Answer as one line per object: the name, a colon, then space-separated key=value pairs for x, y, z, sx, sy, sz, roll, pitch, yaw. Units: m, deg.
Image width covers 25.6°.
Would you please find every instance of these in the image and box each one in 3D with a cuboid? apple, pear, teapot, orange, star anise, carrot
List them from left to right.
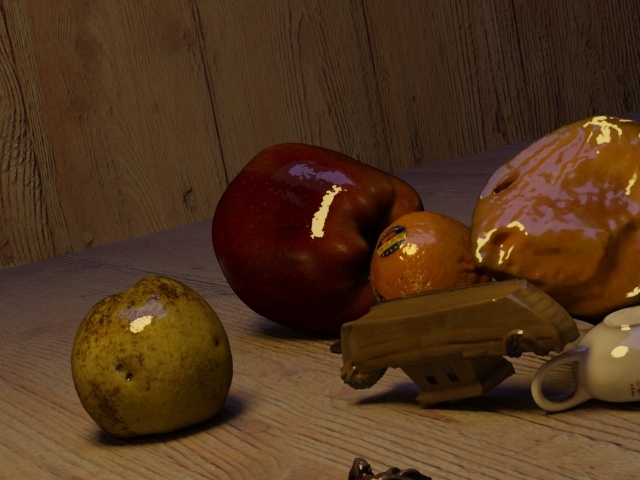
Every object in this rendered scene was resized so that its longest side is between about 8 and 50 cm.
pear: x=-0.205 y=0.138 z=1.713 sx=0.197 sy=0.197 sz=0.197 roll=-10 pitch=8 yaw=2
apple: x=0.000 y=0.000 z=2.086 sx=0.288 sy=0.288 sz=0.317 roll=-17 pitch=19 yaw=-37
star anise: x=0.039 y=0.224 z=1.267 sx=0.124 sy=0.056 sz=0.129 roll=-11 pitch=9 yaw=-2
orange: x=0.150 y=0.046 z=1.902 sx=0.155 sy=0.178 sz=0.177 roll=-36 pitch=-1 yaw=21
carrot: x=0.347 y=-0.014 z=1.637 sx=0.241 sy=0.242 sz=0.340 roll=-5 pitch=-15 yaw=34
teapot: x=0.329 y=0.123 z=1.490 sx=0.226 sy=0.092 sz=0.145 roll=-14 pitch=8 yaw=-2

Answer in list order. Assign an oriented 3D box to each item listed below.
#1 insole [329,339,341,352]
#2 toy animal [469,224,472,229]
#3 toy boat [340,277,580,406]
insole: x=0.154 y=0.114 z=2.022 sx=0.327 sy=0.007 sz=0.111 roll=-16 pitch=9 yaw=-32
toy animal: x=0.317 y=-0.025 z=2.412 sx=0.236 sy=0.138 sz=0.108 roll=-23 pitch=-25 yaw=21
toy boat: x=0.149 y=0.120 z=1.565 sx=0.321 sy=0.121 sz=0.089 roll=-13 pitch=10 yaw=47
